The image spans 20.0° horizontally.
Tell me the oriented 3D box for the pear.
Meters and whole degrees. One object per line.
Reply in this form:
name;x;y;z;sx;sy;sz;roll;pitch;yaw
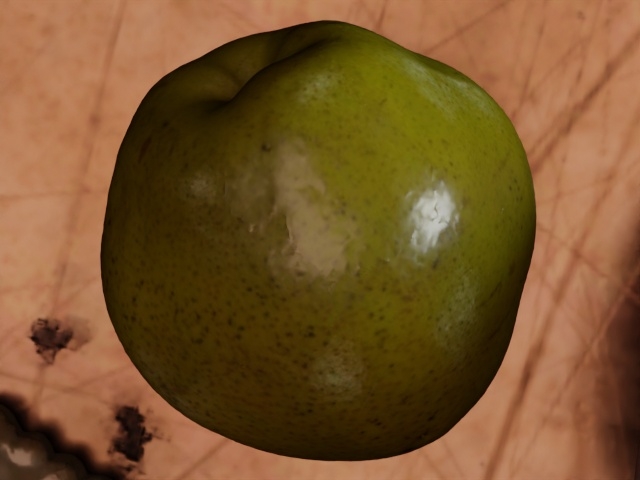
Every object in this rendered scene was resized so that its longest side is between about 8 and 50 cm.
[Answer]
pear;-0.001;0.000;0.803;0.198;0.198;0.198;0;94;4

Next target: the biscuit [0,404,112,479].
biscuit;-0.088;0.241;0.865;0.325;0.044;0.217;30;72;1

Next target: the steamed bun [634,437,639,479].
steamed bun;0.255;0.079;0.749;0.309;0.309;0.309;0;94;4
